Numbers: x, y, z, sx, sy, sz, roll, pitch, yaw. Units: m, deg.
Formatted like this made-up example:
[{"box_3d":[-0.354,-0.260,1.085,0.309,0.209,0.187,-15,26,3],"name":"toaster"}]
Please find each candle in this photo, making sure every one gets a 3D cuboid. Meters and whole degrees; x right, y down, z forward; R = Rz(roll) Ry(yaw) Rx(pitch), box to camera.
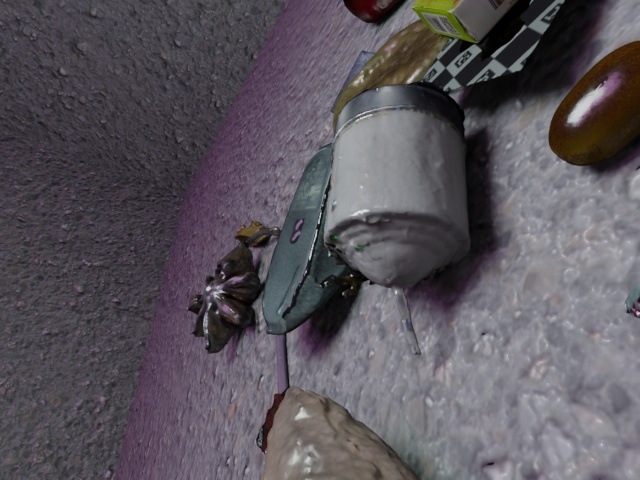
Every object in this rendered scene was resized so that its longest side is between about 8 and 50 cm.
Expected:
[{"box_3d":[0.098,-0.031,0.586,0.187,0.188,0.329,-36,42,52],"name":"candle"}]

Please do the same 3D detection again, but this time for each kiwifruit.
[{"box_3d":[0.271,-0.127,0.430,0.124,0.075,0.075,-49,30,29],"name":"kiwifruit"}]

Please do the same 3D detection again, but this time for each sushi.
[{"box_3d":[0.249,-0.275,0.607,0.231,0.047,0.220,-57,23,-6],"name":"sushi"}]

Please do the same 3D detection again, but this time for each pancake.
[{"box_3d":[0.126,-0.299,0.836,0.294,0.049,0.294,-40,26,24],"name":"pancake"}]

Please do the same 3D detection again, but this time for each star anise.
[{"box_3d":[-0.232,0.147,1.233,0.360,0.139,0.315,-22,57,39],"name":"star anise"}]

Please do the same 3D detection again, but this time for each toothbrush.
[{"box_3d":[-0.071,0.299,0.853,0.024,0.029,0.353,-41,33,23],"name":"toothbrush"}]

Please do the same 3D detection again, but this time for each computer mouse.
[{"box_3d":[0.003,0.001,0.838,0.203,0.114,0.373,7,77,64],"name":"computer mouse"}]

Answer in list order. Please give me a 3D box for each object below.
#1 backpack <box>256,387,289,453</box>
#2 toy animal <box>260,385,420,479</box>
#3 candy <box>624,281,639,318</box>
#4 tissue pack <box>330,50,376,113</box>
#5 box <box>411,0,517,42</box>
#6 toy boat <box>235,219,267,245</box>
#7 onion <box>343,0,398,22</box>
[{"box_3d":[-0.025,0.286,0.669,0.165,0.106,0.119,-17,50,65],"name":"backpack"},{"box_3d":[0.028,0.322,0.427,0.358,0.189,0.226,-127,50,-62],"name":"toy animal"},{"box_3d":[0.275,0.079,0.286,0.045,0.043,0.175,-63,28,20],"name":"candy"},{"box_3d":[0.089,-0.339,1.024,0.156,0.051,0.112,-61,27,15],"name":"tissue pack"},{"box_3d":[0.257,-0.400,0.624,0.260,0.062,0.175,-46,25,16],"name":"box"},{"box_3d":[-0.199,-0.024,1.367,0.072,0.064,0.206,-56,22,-16],"name":"toy boat"},{"box_3d":[0.117,-0.655,1.055,0.272,0.195,0.271,-30,54,52],"name":"onion"}]
